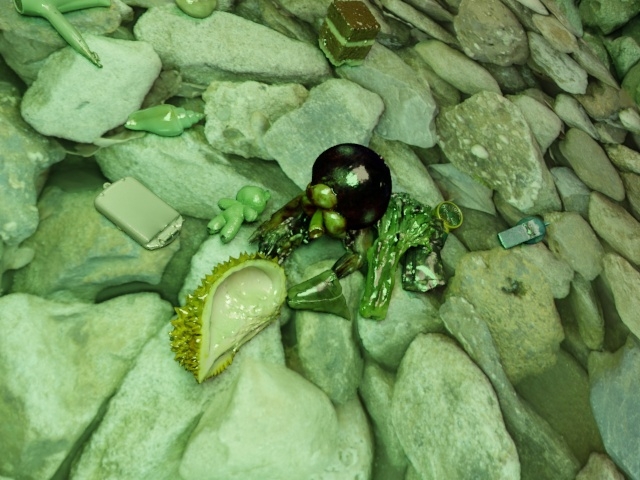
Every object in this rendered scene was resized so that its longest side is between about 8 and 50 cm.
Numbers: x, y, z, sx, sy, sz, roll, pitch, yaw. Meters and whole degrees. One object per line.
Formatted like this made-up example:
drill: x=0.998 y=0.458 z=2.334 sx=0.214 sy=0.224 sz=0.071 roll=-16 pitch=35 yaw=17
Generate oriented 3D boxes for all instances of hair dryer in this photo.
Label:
hair dryer: x=-0.556 y=-0.503 z=0.956 sx=0.206 sy=0.075 sz=0.237 roll=-31 pitch=87 yaw=-40

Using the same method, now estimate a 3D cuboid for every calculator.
calculator: x=-0.360 y=-0.057 z=0.812 sx=0.175 sy=0.032 sz=0.100 roll=39 pitch=55 yaw=0

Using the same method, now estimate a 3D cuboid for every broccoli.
broccoli: x=0.155 y=0.035 z=0.934 sx=0.165 sy=0.145 sz=0.304 roll=9 pitch=71 yaw=30

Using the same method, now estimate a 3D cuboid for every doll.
doll: x=-0.174 y=-0.057 z=0.882 sx=0.115 sy=0.077 sz=0.150 roll=24 pitch=59 yaw=35

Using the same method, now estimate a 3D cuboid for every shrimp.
shrimp: x=0.000 y=0.000 z=0.928 sx=0.233 sy=0.071 sz=0.365 roll=47 pitch=50 yaw=-1

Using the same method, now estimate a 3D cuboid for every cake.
cake: x=0.082 y=-0.627 z=1.247 sx=0.135 sy=0.147 sz=0.134 roll=-21 pitch=75 yaw=-32

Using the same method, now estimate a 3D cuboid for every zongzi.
zongzi: x=-0.017 y=0.146 z=0.857 sx=0.154 sy=0.062 sz=0.130 roll=-25 pitch=111 yaw=-15

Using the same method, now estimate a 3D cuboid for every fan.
fan: x=0.330 y=-0.037 z=1.109 sx=0.082 sy=0.039 sz=0.155 roll=34 pitch=60 yaw=-5

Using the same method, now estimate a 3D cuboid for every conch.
conch: x=-0.345 y=-0.280 z=0.918 sx=0.180 sy=0.065 sz=0.088 roll=-9 pitch=69 yaw=-19

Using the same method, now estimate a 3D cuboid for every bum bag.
bum bag: x=0.258 y=0.021 z=1.022 sx=0.102 sy=0.069 sz=0.248 roll=-6 pitch=58 yaw=22

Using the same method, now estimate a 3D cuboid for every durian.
durian: x=-0.167 y=0.117 z=0.731 sx=0.250 sy=0.138 sz=0.183 roll=-36 pitch=115 yaw=-36

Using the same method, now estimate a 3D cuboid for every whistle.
whistle: x=0.601 y=-0.021 z=1.208 sx=0.158 sy=0.090 sz=0.090 roll=-24 pitch=71 yaw=9

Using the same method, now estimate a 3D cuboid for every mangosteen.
mangosteen: x=0.045 y=-0.092 z=0.859 sx=0.194 sy=0.194 sz=0.230 roll=44 pitch=80 yaw=3

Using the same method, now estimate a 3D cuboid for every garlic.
garlic: x=-0.344 y=-0.649 z=1.125 sx=0.084 sy=0.066 sz=0.152 roll=28 pitch=47 yaw=25
